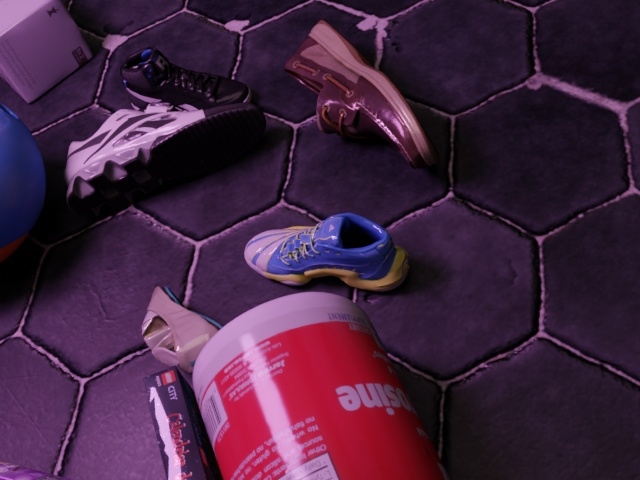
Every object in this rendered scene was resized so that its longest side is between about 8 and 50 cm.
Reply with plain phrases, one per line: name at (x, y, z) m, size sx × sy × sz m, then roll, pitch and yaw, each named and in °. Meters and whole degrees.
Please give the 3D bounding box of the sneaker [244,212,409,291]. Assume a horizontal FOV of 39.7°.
sneaker at (0.000, 0.000, 1.206) m, size 0.240 × 0.126 × 0.091 m, roll 4°, pitch 58°, yaw 16°

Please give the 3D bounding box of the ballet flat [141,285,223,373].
ballet flat at (-0.190, 0.118, 1.148) m, size 0.086 × 0.086 × 0.248 m, roll -42°, pitch 22°, yaw -15°

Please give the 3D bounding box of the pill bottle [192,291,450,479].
pill bottle at (0.023, 0.275, 0.953) m, size 0.229 × 0.229 × 0.408 m, roll -24°, pitch 55°, yaw -3°

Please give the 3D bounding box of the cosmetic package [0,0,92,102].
cosmetic package at (-0.538, -0.377, 1.584) m, size 0.151 × 0.151 × 0.183 m, roll -41°, pitch 55°, yaw -13°

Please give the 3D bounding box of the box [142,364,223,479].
box at (-0.138, 0.282, 1.032) m, size 0.044 × 0.159 × 0.233 m, roll -22°, pitch 54°, yaw -1°

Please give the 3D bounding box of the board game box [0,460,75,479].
board game box at (-0.334, 0.371, 1.023) m, size 0.346 × 0.056 × 0.208 m, roll 7°, pitch 93°, yaw 19°

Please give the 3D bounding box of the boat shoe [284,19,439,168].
boat shoe at (0.050, -0.202, 1.346) m, size 0.123 × 0.123 × 0.342 m, roll -40°, pitch 55°, yaw 3°

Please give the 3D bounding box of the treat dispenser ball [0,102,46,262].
treat dispenser ball at (-0.556, -0.087, 1.310) m, size 0.288 × 0.288 × 0.288 m, roll -7°, pitch 55°, yaw 10°

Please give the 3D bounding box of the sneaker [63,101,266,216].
sneaker at (-0.252, -0.167, 1.387) m, size 0.330 × 0.122 × 0.146 m, roll -20°, pitch 56°, yaw 0°

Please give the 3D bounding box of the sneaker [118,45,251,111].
sneaker at (-0.229, -0.258, 1.442) m, size 0.216 × 0.121 × 0.079 m, roll 2°, pitch 58°, yaw 16°
